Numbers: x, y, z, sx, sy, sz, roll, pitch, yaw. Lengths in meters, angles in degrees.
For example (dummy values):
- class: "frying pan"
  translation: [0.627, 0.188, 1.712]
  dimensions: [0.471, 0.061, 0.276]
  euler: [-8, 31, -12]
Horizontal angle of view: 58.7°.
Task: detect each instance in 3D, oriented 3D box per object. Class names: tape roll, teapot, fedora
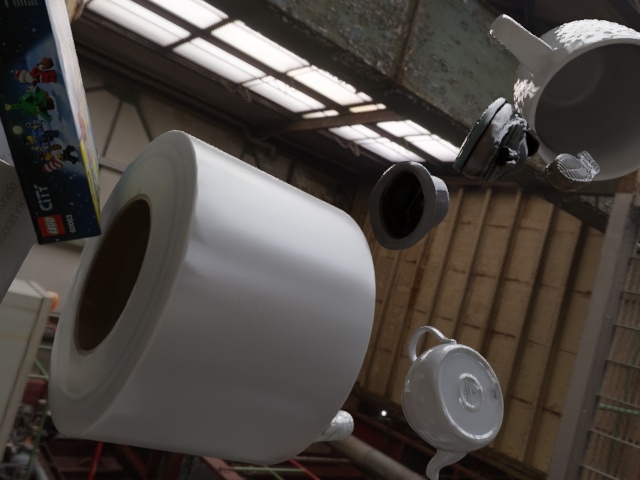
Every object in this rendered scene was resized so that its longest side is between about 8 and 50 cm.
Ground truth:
- class: "tape roll"
  translation: [-0.097, 0.052, 0.482]
  dimensions: [0.246, 0.169, 0.246]
  euler: [-30, -132, 41]
- class: "teapot"
  translation: [0.274, 0.360, 1.301]
  dimensions: [0.187, 0.252, 0.256]
  euler: [-34, -171, 48]
- class: "fedora"
  translation: [0.267, -0.099, 1.630]
  dimensions: [0.275, 0.125, 0.243]
  euler: [-47, -128, 50]

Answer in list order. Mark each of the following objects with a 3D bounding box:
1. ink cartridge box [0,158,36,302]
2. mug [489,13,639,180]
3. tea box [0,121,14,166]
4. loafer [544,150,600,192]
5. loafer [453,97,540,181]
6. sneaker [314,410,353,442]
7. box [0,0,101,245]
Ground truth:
- class: "ink cartridge box"
  translation: [-0.421, -0.006, 0.338]
  dimensions: [0.166, 0.395, 0.285]
  euler: [-34, -145, 32]
- class: "mug"
  translation: [0.505, -0.340, 1.175]
  dimensions: [0.276, 0.374, 0.328]
  euler: [-52, -166, 29]
- class: "tea box"
  translation: [-0.527, -0.221, 0.652]
  dimensions: [0.329, 0.323, 0.220]
  euler: [-31, -129, -19]
- class: "loafer"
  translation: [0.354, -0.092, 0.810]
  dimensions: [0.050, 0.148, 0.056]
  euler: [-46, -111, 39]
- class: "loafer"
  translation: [0.240, -0.126, 0.729]
  dimensions: [0.084, 0.267, 0.096]
  euler: [33, -63, 11]
- class: "sneaker"
  translation: [-0.028, 0.286, 0.869]
  dimensions: [0.152, 0.061, 0.053]
  euler: [-21, -115, 29]
- class: "box"
  translation: [-0.202, -0.136, 0.402]
  dimensions: [0.159, 0.044, 0.232]
  euler: [-126, -150, -54]
